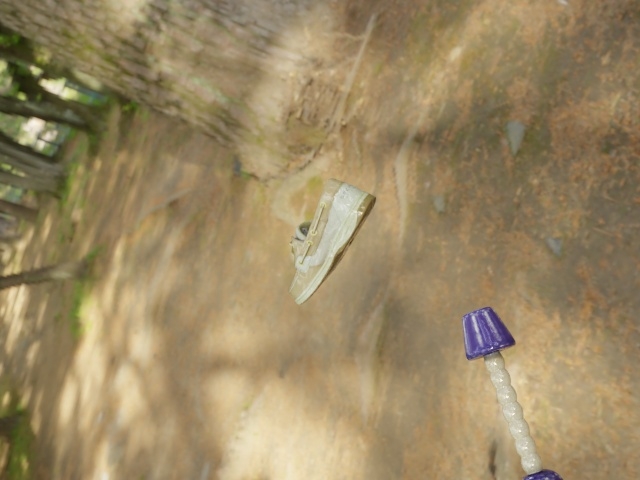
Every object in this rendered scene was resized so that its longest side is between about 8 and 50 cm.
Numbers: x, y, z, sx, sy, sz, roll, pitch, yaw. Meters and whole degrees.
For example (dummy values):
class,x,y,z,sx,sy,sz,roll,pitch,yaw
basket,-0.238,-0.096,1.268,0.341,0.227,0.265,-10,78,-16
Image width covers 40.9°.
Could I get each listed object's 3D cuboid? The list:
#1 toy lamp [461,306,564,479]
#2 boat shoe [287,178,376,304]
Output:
class,x,y,z,sx,sy,sz,roll,pitch,yaw
toy lamp,0.276,0.232,1.252,0.080,0.080,0.274,-38,68,56
boat shoe,0.000,0.000,0.712,0.050,0.045,0.135,-49,-7,-50
